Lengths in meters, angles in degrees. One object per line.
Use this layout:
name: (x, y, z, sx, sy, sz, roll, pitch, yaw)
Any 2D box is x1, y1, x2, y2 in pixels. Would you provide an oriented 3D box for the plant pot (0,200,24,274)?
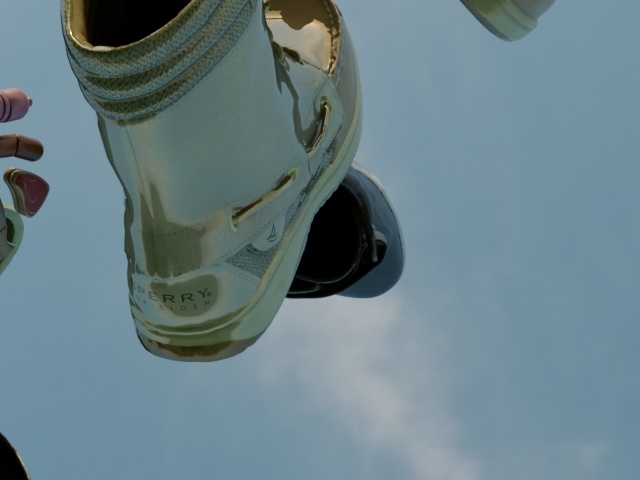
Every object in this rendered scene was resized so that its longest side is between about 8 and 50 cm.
plant pot: (-0.491, -0.053, 1.272, 0.366, 0.366, 0.353, -38, -100, 7)

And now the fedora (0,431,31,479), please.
fedora: (-0.356, 0.256, 1.161, 0.334, 0.152, 0.334, -20, -128, 28)

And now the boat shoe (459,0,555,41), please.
boat shoe: (0.042, -0.231, 0.645, 0.098, 0.109, 0.302, -24, -93, 15)

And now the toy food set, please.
toy food set: (-0.192, -0.050, 0.946, 0.019, 0.122, 0.078, 18, -123, 35)

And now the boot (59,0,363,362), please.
boot: (-0.038, -0.081, 0.632, 0.077, 0.165, 0.213, 3, -135, 16)

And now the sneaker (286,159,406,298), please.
sneaker: (0.000, 0.000, 1.078, 0.104, 0.296, 0.147, -34, -128, 6)
